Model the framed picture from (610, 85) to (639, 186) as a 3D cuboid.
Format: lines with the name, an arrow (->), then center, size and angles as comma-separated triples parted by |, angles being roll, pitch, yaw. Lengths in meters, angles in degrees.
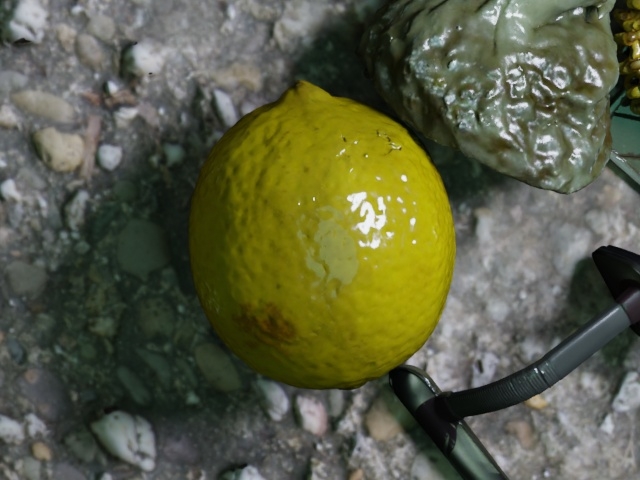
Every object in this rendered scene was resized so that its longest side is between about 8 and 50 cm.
framed picture -> 0.378, -0.095, 1.696 | 0.203, 0.015, 0.150 | 39, 97, -12

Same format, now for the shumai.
shumai -> 0.179, -0.180, 1.573 | 0.255, 0.189, 0.218 | 26, 99, -10

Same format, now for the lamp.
lamp -> 0.236, 0.152, 1.689 | 0.283, 0.124, 0.203 | -32, 112, 5

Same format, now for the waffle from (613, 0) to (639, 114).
waffle -> 0.371, -0.193, 1.632 | 0.193, 0.070, 0.197 | 14, 99, -7

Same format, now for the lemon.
lemon -> 0.001, 0.001, 1.572 | 0.267, 0.267, 0.267 | -1, 102, -4
